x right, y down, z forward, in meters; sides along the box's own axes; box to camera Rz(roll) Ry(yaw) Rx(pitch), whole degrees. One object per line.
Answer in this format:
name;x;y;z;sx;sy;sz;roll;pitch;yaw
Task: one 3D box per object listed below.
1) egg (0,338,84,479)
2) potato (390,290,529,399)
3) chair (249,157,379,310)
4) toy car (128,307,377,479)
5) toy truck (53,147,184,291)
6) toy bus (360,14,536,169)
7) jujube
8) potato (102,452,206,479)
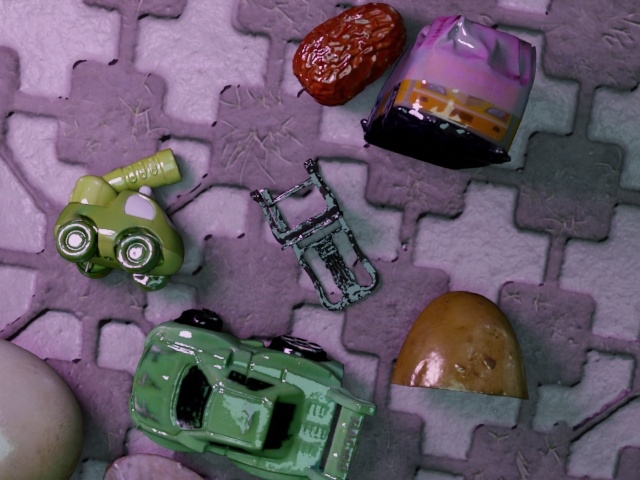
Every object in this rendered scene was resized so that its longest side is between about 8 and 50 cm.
egg;-0.485;0.259;1.420;0.295;0.218;0.218;44;96;9
potato;0.211;0.154;1.440;0.204;0.178;0.158;1;81;14
chair;0.000;0.000;1.441;0.106;0.113;0.229;-30;94;6
toy car;-0.107;0.246;1.438;0.359;0.176;0.213;17;96;-2
toy truck;-0.298;-0.033;1.425;0.187;0.148;0.210;-4;75;1
toy bus;0.165;-0.194;1.278;0.171;0.386;0.162;18;93;-4
jujube;0.045;-0.277;1.407;0.176;0.109;0.112;-38;129;-1
potato;-0.239;0.483;1.515;0.189;0.211;0.264;-50;56;41
